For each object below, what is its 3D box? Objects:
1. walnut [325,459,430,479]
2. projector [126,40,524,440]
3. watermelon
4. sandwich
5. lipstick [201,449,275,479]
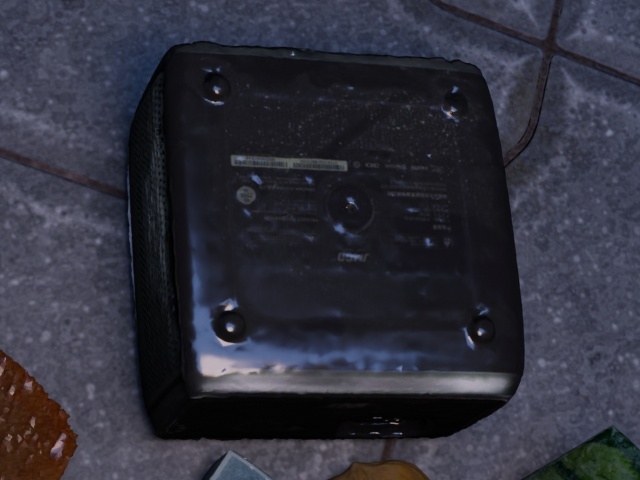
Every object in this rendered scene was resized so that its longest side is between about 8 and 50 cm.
[{"bbox_3d":[0.062,0.320,1.739,0.167,0.149,0.166,0,87,5],"label":"walnut"},{"bbox_3d":[0.000,0.000,1.775,0.395,0.242,0.405,2,70,-17],"label":"projector"},{"bbox_3d":[0.331,0.332,1.807,0.201,0.262,0.213,-16,72,-52],"label":"watermelon"},{"bbox_3d":[-0.359,0.215,1.630,0.212,0.109,0.292,39,64,-23],"label":"sandwich"},{"bbox_3d":[-0.149,0.354,1.689,0.077,0.076,0.289,36,64,-2],"label":"lipstick"}]
